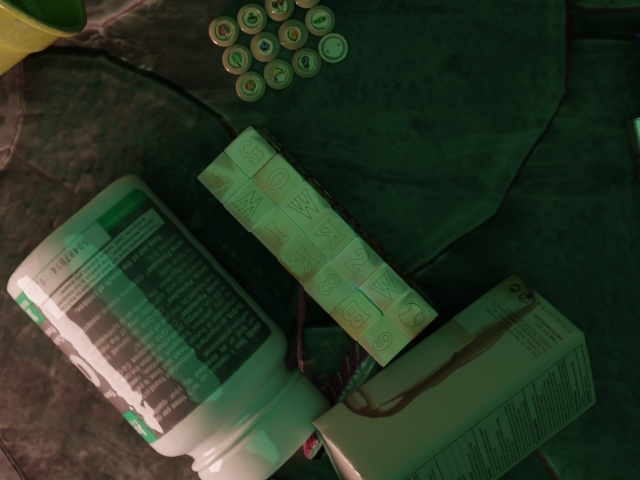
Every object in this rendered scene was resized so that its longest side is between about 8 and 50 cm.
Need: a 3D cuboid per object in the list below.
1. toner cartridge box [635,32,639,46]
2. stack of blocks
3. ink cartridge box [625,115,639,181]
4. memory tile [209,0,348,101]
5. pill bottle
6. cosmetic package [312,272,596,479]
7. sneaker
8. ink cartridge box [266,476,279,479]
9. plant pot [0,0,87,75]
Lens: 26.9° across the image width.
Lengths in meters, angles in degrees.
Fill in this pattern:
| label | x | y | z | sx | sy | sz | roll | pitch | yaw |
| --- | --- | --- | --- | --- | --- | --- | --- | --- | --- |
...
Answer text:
| label | x | y | z | sx | sy | sz | roll | pitch | yaw |
| --- | --- | --- | --- | --- | --- | --- | --- | --- | --- |
| toner cartridge box | 0.507 | -0.115 | 1.538 | 0.165 | 0.075 | 0.348 | -27 | 95 | -27 |
| stack of blocks | 0.000 | 0.000 | 1.549 | 0.087 | 0.171 | 0.297 | -44 | 92 | 5 |
| ink cartridge box | 0.422 | -0.097 | 1.588 | 0.088 | 0.052 | 0.122 | -14 | 95 | 2 |
| memory tile | -0.050 | -0.240 | 1.607 | 0.148 | 0.012 | 0.113 | -24 | 95 | 3 |
| pill bottle | -0.169 | 0.116 | 1.548 | 0.204 | 0.204 | 0.361 | -43 | 92 | 5 |
| cosmetic package | 0.156 | 0.195 | 1.521 | 0.296 | 0.153 | 0.129 | -35 | 50 | -13 |
| sneaker | 0.040 | 0.203 | 1.620 | 0.075 | 0.063 | 0.170 | 23 | 108 | -22 |
| ink cartridge box | -0.092 | 0.426 | 1.584 | 0.097 | 0.189 | 0.255 | 24 | 97 | -3 |
| plant pot | -0.451 | -0.253 | 1.511 | 0.254 | 0.276 | 0.276 | -42 | 93 | 17 |
